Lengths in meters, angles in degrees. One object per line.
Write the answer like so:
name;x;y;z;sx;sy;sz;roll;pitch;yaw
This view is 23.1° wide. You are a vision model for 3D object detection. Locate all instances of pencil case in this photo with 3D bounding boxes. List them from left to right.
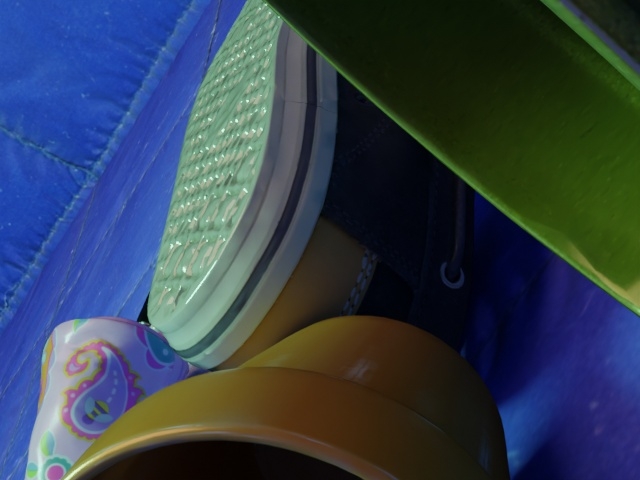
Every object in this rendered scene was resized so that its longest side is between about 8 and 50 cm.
pencil case;-0.175;0.203;1.181;0.124;0.124;0.284;-37;40;59

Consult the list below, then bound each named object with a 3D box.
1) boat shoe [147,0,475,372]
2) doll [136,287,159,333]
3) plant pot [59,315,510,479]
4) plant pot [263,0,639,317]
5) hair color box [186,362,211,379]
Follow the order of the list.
boat shoe;0.020;-0.082;0.956;0.187;0.156;0.500;-52;18;32
doll;-0.158;0.065;1.620;0.189;0.046;0.129;-55;14;19
plant pot;0.001;0.126;0.671;0.205;0.205;0.188;-54;0;27
plant pot;0.148;-0.185;0.495;0.353;0.366;0.366;-50;14;-1
hair color box;-0.095;0.127;1.280;0.141;0.043;0.072;-39;27;55
